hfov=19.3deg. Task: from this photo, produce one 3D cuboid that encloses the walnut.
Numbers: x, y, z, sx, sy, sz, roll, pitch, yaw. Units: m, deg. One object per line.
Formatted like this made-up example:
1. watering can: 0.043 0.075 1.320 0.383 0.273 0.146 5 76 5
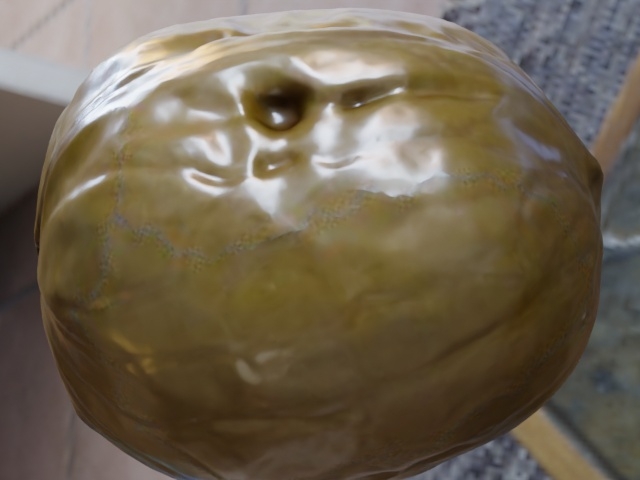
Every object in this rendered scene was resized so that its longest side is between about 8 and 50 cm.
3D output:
1. walnut: 0.000 0.000 0.723 0.195 0.221 0.195 -10 -90 -83
